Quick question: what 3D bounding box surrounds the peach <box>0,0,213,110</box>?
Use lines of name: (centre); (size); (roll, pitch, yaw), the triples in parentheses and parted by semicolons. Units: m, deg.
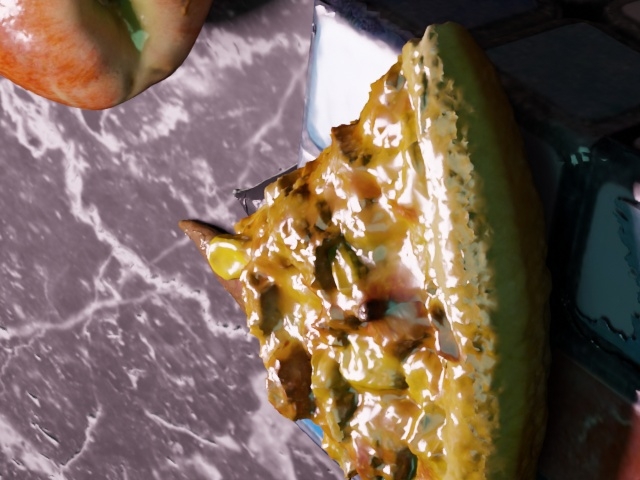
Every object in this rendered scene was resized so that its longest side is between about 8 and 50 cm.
peach: (-0.199, -0.225, 1.487); (0.257, 0.232, 0.232); (-132, 32, -55)

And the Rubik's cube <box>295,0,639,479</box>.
Rubik's cube: (0.207, 0.016, 1.158); (0.363, 0.362, 0.359); (35, 134, 38)

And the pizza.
pizza: (0.059, 0.049, 1.005); (0.258, 0.087, 0.268); (60, 142, 10)

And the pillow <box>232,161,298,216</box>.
pillow: (0.000, 0.000, 1.572); (0.090, 0.048, 0.150); (-31, 93, 3)

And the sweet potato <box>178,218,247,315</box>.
sweet potato: (-0.049, 0.045, 1.638); (0.226, 0.068, 0.068); (31, 132, 21)
